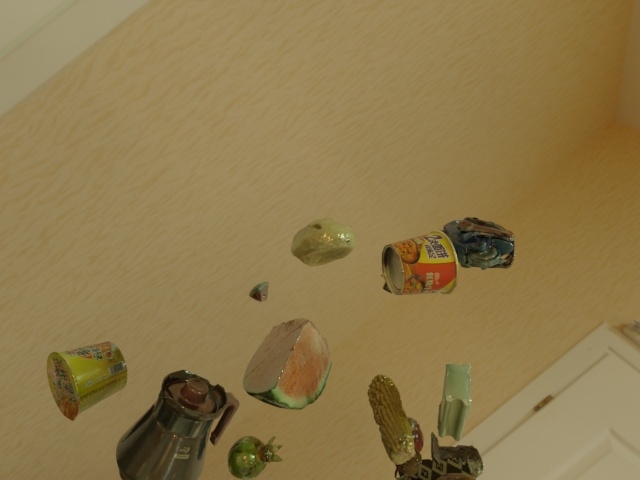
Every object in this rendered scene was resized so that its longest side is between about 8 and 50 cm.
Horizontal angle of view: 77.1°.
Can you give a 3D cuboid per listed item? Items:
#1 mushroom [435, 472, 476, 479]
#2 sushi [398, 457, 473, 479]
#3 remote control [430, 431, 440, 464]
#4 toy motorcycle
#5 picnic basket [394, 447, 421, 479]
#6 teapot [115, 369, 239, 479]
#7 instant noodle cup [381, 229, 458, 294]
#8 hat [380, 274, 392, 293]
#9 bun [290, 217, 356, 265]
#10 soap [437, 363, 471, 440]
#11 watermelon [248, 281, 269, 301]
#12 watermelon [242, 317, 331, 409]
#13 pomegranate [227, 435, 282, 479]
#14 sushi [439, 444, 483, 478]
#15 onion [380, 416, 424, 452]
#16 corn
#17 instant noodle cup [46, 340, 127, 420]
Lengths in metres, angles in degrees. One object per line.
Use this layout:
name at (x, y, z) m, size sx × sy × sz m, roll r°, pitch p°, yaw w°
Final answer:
mushroom at (0.381, 0.680, 1.111) m, size 0.123 × 0.123 × 0.052 m, roll 52°, pitch 34°, yaw -27°
sushi at (0.371, 0.839, 1.278) m, size 0.050 × 0.290 × 0.263 m, roll 1°, pitch 69°, yaw -45°
remote control at (0.338, 0.616, 1.191) m, size 0.039 × 0.014 × 0.096 m, roll 55°, pitch 22°, yaw -8°
toy motorcycle at (0.571, 0.014, 1.521) m, size 0.241 × 0.181 × 0.319 m, roll -2°, pitch 18°, yaw -37°
picnic basket at (0.221, 0.581, 1.038) m, size 0.072 × 0.083 × 0.072 m, roll 9°, pitch 17°, yaw -3°
teapot at (-0.478, 0.661, 1.416) m, size 0.306 × 0.361 × 0.376 m, roll 35°, pitch 9°, yaw 40°
instant noodle cup at (0.301, 0.081, 1.264) m, size 0.213 × 0.174 × 0.213 m, roll 172°, pitch -90°, yaw -78°
hat at (0.273, 0.177, 1.579) m, size 0.121 × 0.050 × 0.121 m, roll 37°, pitch -11°, yaw 8°
bun at (0.000, 0.000, 1.568) m, size 0.259 × 0.259 × 0.159 m, roll 53°, pitch 19°, yaw -70°
soap at (0.341, 0.412, 1.027) m, size 0.114 × 0.063 × 0.198 m, roll -66°, pitch 156°, yaw -47°
watermelon at (-0.227, 0.197, 1.553) m, size 0.072 × 0.092 × 0.084 m, roll 50°, pitch 1°, yaw -18°
watermelon at (-0.071, 0.387, 1.190) m, size 0.222 × 0.292 × 0.319 m, roll 40°, pitch -39°, yaw -12°
pomegranate at (-0.249, 0.792, 1.499) m, size 0.156 × 0.220 × 0.156 m, roll 47°, pitch 10°, yaw -11°
sushi at (0.601, 0.981, 1.771) m, size 0.115 × 0.213 × 0.147 m, roll -107°, pitch -168°, yaw -77°
onion at (0.343, 0.781, 1.649) m, size 0.184 × 0.147 × 0.184 m, roll 20°, pitch 17°, yaw -6°
corn at (0.174, 0.443, 1.018) m, size 0.086 × 0.086 × 0.288 m, roll 52°, pitch 7°, yaw -12°
instant noodle cup at (-0.893, 0.516, 1.550) m, size 0.264 × 0.264 × 0.200 m, roll 51°, pitch 34°, yaw 17°
